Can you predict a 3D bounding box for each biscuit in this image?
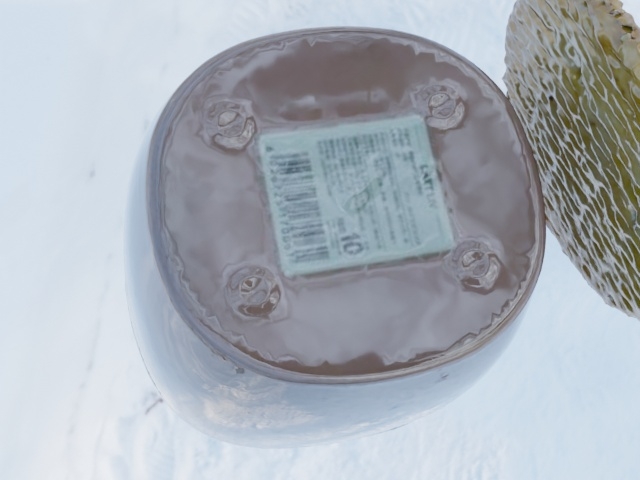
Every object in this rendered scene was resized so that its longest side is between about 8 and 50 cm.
[{"bbox_3d":[0.194,-0.063,0.577,0.035,0.254,0.254,-20,87,-4],"label":"biscuit"}]

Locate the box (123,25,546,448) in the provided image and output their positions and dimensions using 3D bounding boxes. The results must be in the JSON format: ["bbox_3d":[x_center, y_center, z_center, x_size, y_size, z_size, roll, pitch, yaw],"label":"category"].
[{"bbox_3d":[0.000,0.000,0.574,0.301,0.216,0.301,2,74,-6],"label":"box"}]
